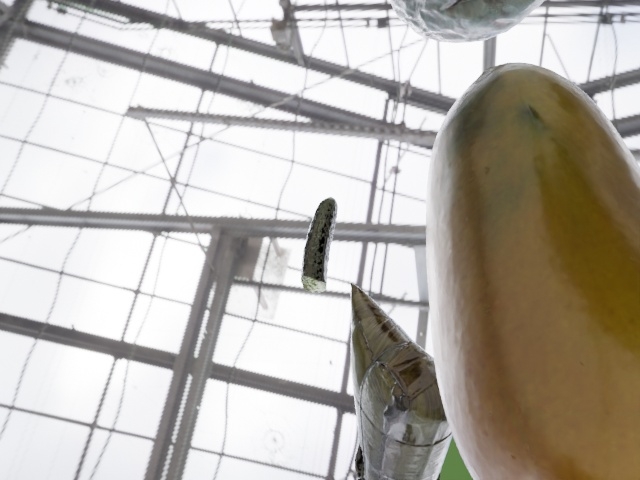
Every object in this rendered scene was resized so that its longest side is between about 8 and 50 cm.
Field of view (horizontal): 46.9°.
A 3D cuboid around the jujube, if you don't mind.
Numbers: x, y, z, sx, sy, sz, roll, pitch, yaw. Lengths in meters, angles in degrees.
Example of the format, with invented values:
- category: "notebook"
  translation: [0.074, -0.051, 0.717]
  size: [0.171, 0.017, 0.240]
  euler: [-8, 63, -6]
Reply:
- category: "jujube"
  translation: [0.248, -0.450, 1.247]
  size: [0.246, 0.215, 0.308]
  euler: [-53, -156, 10]

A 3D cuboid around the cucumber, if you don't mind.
- category: "cucumber"
  translation: [0.000, 0.000, 1.405]
  size: [0.058, 0.052, 0.214]
  euler: [-13, -132, 29]

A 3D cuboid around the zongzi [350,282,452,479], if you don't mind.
- category: "zongzi"
  translation: [0.098, 0.248, 1.186]
  size: [0.138, 0.286, 0.300]
  euler: [-10, -140, -24]

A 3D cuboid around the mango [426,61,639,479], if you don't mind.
- category: "mango"
  translation: [0.126, 0.036, 0.395]
  size: [0.139, 0.175, 0.254]
  euler: [-6, -118, -1]
